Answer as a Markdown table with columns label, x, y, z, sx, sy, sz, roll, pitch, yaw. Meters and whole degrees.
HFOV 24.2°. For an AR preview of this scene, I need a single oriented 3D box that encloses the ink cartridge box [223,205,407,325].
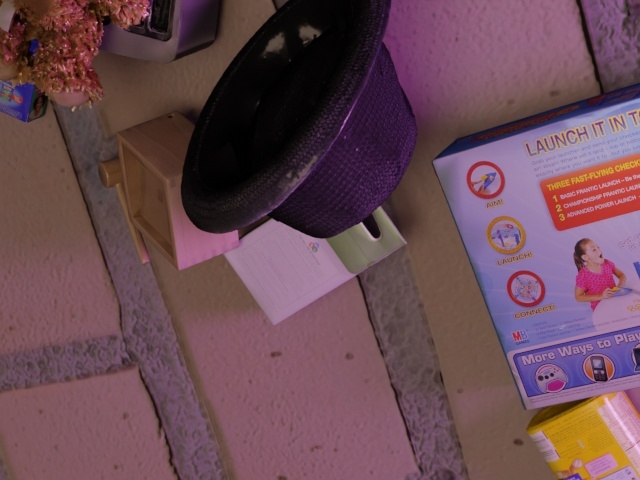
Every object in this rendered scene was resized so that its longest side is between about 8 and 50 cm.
| label | x | y | z | sx | sy | sz | roll | pitch | yaw |
| --- | --- | --- | --- | --- | --- | --- | --- | --- | --- |
| ink cartridge box | 0.000 | 0.000 | 1.726 | 0.209 | 0.062 | 0.109 | -33 | 94 | 30 |

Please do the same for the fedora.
| label | x | y | z | sx | sy | sz | roll | pitch | yaw |
| --- | --- | --- | --- | --- | --- | --- | --- | --- | --- |
| fedora | 0.001 | -0.119 | 1.575 | 0.334 | 0.334 | 0.152 | -34 | 122 | 30 |

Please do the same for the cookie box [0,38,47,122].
| label | x | y | z | sx | sy | sz | roll | pitch | yaw |
| --- | --- | --- | --- | --- | --- | --- | --- | --- | --- |
| cookie box | -0.374 | -0.211 | 1.821 | 0.092 | 0.040 | 0.107 | 24 | 118 | 14 |

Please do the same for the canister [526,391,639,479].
| label | x | y | z | sx | sy | sz | roll | pitch | yaw |
| --- | --- | --- | --- | --- | --- | --- | --- | --- | --- |
| canister | 0.325 | 0.251 | 1.676 | 0.126 | 0.073 | 0.170 | -32 | 93 | 30 |

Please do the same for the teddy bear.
| label | x | y | z | sx | sy | sz | roll | pitch | yaw |
| --- | --- | --- | --- | --- | --- | --- | --- | --- | --- |
| teddy bear | -0.292 | -0.297 | 1.601 | 0.245 | 0.113 | 0.338 | 11 | 121 | 28 |

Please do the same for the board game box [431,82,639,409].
| label | x | y | z | sx | sy | sz | roll | pitch | yaw |
| --- | --- | --- | --- | --- | --- | --- | --- | --- | --- |
| board game box | 0.314 | 0.002 | 1.576 | 0.308 | 0.086 | 0.302 | -15 | 103 | 28 |

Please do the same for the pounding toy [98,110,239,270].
| label | x | y | z | sx | sy | sz | roll | pitch | yaw |
| --- | --- | --- | --- | --- | --- | --- | --- | --- | --- |
| pounding toy | -0.179 | -0.057 | 1.763 | 0.206 | 0.094 | 0.181 | 41 | 145 | 45 |

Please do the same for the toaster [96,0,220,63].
| label | x | y | z | sx | sy | sz | roll | pitch | yaw |
| --- | --- | --- | --- | --- | --- | --- | --- | --- | --- |
| toaster | -0.202 | -0.292 | 1.676 | 0.168 | 0.110 | 0.186 | 18 | 116 | 18 |
